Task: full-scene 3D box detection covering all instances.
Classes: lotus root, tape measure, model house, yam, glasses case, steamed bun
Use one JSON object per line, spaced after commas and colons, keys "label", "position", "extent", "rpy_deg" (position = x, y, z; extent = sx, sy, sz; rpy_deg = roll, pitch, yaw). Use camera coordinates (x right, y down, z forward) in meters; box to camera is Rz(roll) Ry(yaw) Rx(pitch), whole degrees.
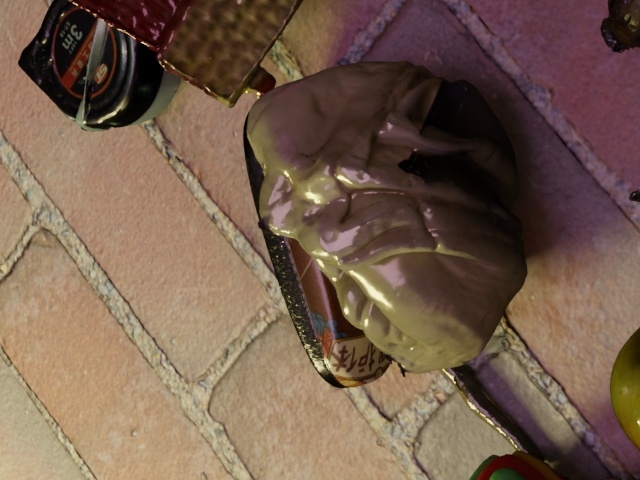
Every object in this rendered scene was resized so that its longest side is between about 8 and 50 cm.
{"label": "lotus root", "position": [0.325, -0.242, 1.576], "extent": [0.081, 0.089, 0.179], "rpy_deg": [30, 120, -19]}
{"label": "tape measure", "position": [-0.243, -0.216, 1.986], "extent": [0.181, 0.107, 0.182], "rpy_deg": [51, 123, 20]}
{"label": "model house", "position": [-0.126, -0.273, 1.824], "extent": [0.254, 0.160, 0.196], "rpy_deg": [34, 92, -5]}
{"label": "yam", "position": [0.153, 0.152, 1.815], "extent": [0.234, 0.027, 0.029], "rpy_deg": [49, 165, 18]}
{"label": "glasses case", "position": [0.000, 0.000, 1.833], "extent": [0.082, 0.122, 0.321], "rpy_deg": [-16, 93, 30]}
{"label": "steamed bun", "position": [0.089, -0.043, 1.693], "extent": [0.206, 0.275, 0.320], "rpy_deg": [-29, 118, 25]}

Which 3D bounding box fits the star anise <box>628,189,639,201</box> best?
{"label": "star anise", "position": [0.391, -0.065, 1.544], "extent": [0.283, 0.129, 0.212], "rpy_deg": [-26, 78, 46]}

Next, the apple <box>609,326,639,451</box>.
{"label": "apple", "position": [0.362, 0.133, 1.563], "extent": [0.157, 0.196, 0.196], "rpy_deg": [41, 126, -12]}

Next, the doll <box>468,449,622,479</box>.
{"label": "doll", "position": [0.298, 0.316, 1.650], "extent": [0.363, 0.160, 0.182], "rpy_deg": [14, 148, 34]}
